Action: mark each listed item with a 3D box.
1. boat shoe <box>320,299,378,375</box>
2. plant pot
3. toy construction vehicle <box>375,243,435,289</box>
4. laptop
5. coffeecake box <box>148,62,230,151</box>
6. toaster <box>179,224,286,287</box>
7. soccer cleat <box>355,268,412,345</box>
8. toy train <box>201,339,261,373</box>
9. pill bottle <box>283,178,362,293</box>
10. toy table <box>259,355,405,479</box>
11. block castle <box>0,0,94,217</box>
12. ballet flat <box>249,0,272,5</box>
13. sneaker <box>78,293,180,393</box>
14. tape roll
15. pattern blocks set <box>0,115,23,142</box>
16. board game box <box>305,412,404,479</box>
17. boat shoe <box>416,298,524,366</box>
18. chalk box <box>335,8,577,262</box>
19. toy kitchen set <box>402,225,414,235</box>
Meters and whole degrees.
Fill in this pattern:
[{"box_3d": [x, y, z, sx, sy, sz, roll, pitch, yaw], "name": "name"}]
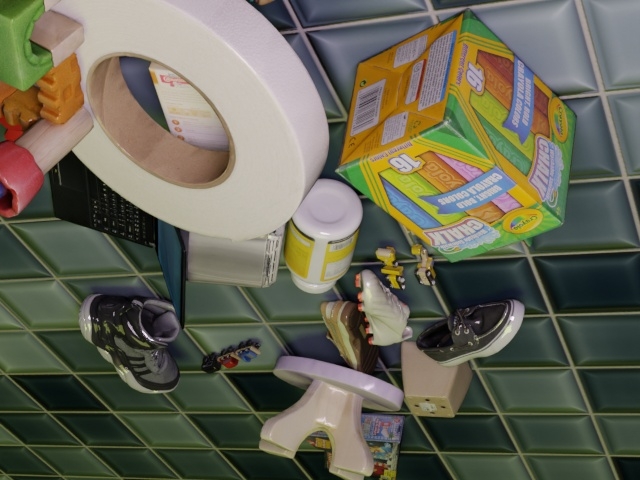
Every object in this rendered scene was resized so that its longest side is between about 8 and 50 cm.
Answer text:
[{"box_3d": [0.045, 0.159, 2.019, 0.072, 0.068, 0.190, 13, 143, 27], "name": "boat shoe"}, {"box_3d": [0.193, 0.241, 2.049, 0.109, 0.096, 0.109, 0, 145, 18], "name": "plant pot"}, {"box_3d": [0.131, 0.037, 1.828, 0.086, 0.035, 0.098, 5, 145, 32], "name": "toy construction vehicle"}, {"box_3d": [-0.301, -0.014, 1.777, 0.264, 0.136, 0.234, 17, 147, 4], "name": "laptop"}, {"box_3d": [-0.126, -0.177, 1.555, 0.142, 0.068, 0.185, 7, 147, 13], "name": "coffeecake box"}, {"box_3d": [-0.124, -0.023, 1.737, 0.146, 0.129, 0.227, 9, 145, -1], "name": "toaster"}, {"box_3d": [0.101, 0.103, 1.911, 0.076, 0.068, 0.196, -9, 145, 6], "name": "soccer cleat"}, {"box_3d": [-0.164, 0.213, 2.184, 0.027, 0.036, 0.158, 35, 141, -30], "name": "toy train"}, {"box_3d": [0.000, 0.000, 1.747, 0.103, 0.103, 0.184, 13, 147, 0], "name": "pill bottle"}, {"box_3d": [0.009, 0.309, 2.087, 0.252, 0.161, 0.274, 30, 161, -30], "name": "toy table"}, {"box_3d": [-0.434, -0.255, 1.309, 0.303, 0.213, 0.453, 29, 145, 17], "name": "block castle"}, {"box_3d": [-0.061, -0.352, 1.287, 0.073, 0.080, 0.232, -17, 148, -6], "name": "ballet flat"}, {"box_3d": [-0.297, 0.186, 2.126, 0.153, 0.101, 0.268, -7, 140, 32], "name": "sneaker"}, {"box_3d": [-0.175, -0.161, 1.447, 0.392, 0.072, 0.392, 21, 143, 17], "name": "tape roll"}, {"box_3d": [-0.382, -0.245, 1.575, 0.325, 0.026, 0.285, -17, 135, 36], "name": "pattern blocks set"}, {"box_3d": [0.060, 0.392, 2.355, 0.194, 0.060, 0.194, 10, 147, 6], "name": "board game box"}, {"box_3d": [0.230, 0.139, 1.910, 0.076, 0.080, 0.228, 24, 153, -20], "name": "boat shoe"}, {"box_3d": [0.189, -0.102, 1.462, 0.289, 0.180, 0.179, 35, 141, -32], "name": "chalk box"}, {"box_3d": [0.131, -0.063, 1.683, 0.083, 0.075, 0.068, 62, 172, -11], "name": "toy kitchen set"}]
